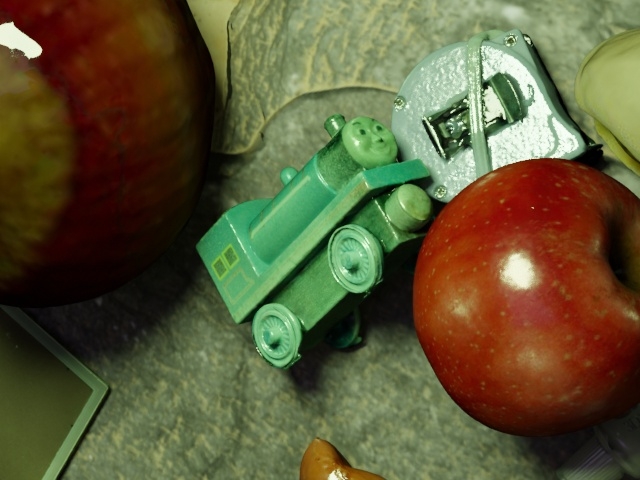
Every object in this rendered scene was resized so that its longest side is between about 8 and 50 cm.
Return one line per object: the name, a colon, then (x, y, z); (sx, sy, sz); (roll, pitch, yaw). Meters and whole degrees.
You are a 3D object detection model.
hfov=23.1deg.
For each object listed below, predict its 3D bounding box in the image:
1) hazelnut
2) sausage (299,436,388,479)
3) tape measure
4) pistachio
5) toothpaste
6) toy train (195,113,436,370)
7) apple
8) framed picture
hazelnut: (-0.284, -0.136, 1.637); (0.402, 0.402, 0.429); (9, 117, 28)
sausage: (0.043, 0.280, 1.638); (0.179, 0.089, 0.089); (41, 105, 21)
tape measure: (0.164, -0.114, 1.589); (0.181, 0.107, 0.182); (-35, 74, 14)
pistachio: (0.377, -0.124, 1.450); (0.288, 0.166, 0.197); (24, 74, 31)
toothpaste: (0.345, 0.155, 1.507); (0.282, 0.068, 0.099); (-42, 97, 12)
toy train: (0.000, 0.000, 1.617); (0.298, 0.120, 0.194); (-45, 68, 43)
apple: (0.212, 0.060, 1.463); (0.216, 0.260, 0.260); (-33, 72, 36)
framed picture: (-0.405, 0.186, 1.914); (0.293, 0.018, 0.231); (37, 104, 24)
